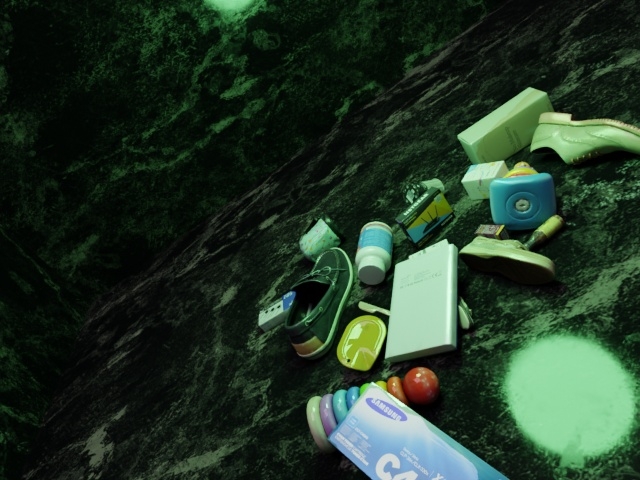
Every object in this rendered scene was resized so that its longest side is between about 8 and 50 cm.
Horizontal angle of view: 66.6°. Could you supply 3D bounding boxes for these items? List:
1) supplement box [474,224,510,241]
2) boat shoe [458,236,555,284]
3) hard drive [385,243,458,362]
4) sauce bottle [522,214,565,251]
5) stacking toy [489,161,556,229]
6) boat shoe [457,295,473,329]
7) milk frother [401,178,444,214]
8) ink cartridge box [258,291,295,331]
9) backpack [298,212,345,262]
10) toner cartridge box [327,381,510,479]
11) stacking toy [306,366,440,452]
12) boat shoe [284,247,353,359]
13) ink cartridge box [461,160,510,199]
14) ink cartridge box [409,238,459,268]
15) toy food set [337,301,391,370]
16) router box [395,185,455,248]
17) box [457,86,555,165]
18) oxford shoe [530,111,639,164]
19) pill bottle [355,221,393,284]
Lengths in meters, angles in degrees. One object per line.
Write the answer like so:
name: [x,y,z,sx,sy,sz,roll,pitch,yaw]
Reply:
supplement box: [0.518,-0.014,1.467,0.043,0.055,0.083,-49,29,-23]
boat shoe: [0.515,0.040,1.333,0.098,0.109,0.302,-47,22,-14]
hard drive: [0.289,0.175,1.375,0.210,0.040,0.318,-25,39,39]
sauce bottle: [0.621,-0.019,1.361,0.128,0.042,0.042,-38,27,-5]
stacking toy: [0.622,-0.171,1.508,0.175,0.165,0.302,-5,28,24]
boat shoe: [0.385,0.191,1.320,0.043,0.049,0.137,1,25,-11]
milk frother: [0.376,-0.146,1.813,0.135,0.129,0.143,-13,-20,-31]
ink cartridge box: [-0.139,0.257,1.850,0.207,0.046,0.097,-32,28,12]
backpack: [0.000,0.000,1.987,0.182,0.152,0.115,-44,31,0]
toner cartridge box: [0.192,0.456,0.994,0.348,0.075,0.165,26,64,42]
stacking toy: [0.139,0.408,1.209,0.330,0.141,0.141,-24,29,11]
boat shoe: [-0.007,0.177,1.699,0.187,0.156,0.500,-23,29,31]
ink cartridge box: [0.576,-0.204,1.655,0.143,0.090,0.092,-3,43,50]
ink cartridge box: [0.354,0.069,1.534,0.135,0.056,0.099,-27,29,19]
toy food set: [0.137,0.297,1.438,0.128,0.071,0.217,8,51,31]
router box: [0.360,-0.078,1.672,0.179,0.133,0.046,-42,26,-7]
box: [0.681,-0.402,1.780,0.311,0.148,0.121,-35,27,9]
oxford shoe: [0.828,-0.288,1.485,0.397,0.141,0.146,34,105,57]
pill bottle: [0.188,0.045,1.698,0.124,0.124,0.221,-23,30,27]
